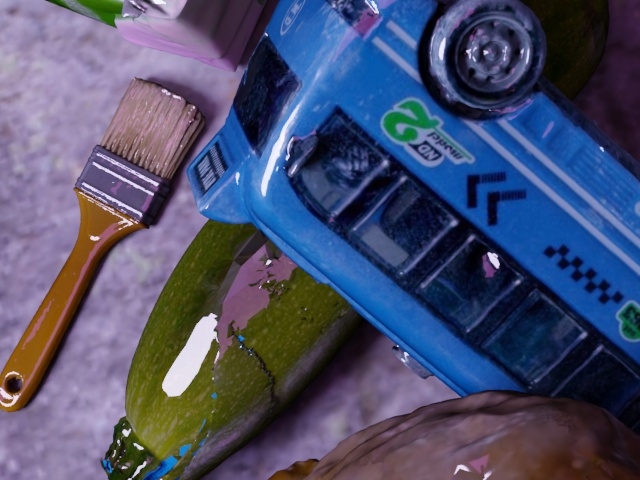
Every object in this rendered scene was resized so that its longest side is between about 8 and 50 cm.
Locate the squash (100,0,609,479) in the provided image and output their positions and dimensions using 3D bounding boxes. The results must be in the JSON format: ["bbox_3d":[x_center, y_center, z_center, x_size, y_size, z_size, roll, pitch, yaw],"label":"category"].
[{"bbox_3d":[0.000,0.000,0.823,0.087,0.087,0.331,41,92,16],"label":"squash"}]

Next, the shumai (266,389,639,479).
[{"bbox_3d":[0.098,0.209,0.730,0.283,0.217,0.346,8,120,-23],"label":"shumai"}]

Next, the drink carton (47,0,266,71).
[{"bbox_3d":[-0.137,-0.200,0.874,0.271,0.108,0.161,23,87,16],"label":"drink carton"}]

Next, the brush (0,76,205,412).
[{"bbox_3d":[-0.109,0.005,0.883,0.043,0.014,0.170,28,89,17],"label":"brush"}]

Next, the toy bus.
[{"bbox_3d":[0.073,-0.005,0.737,0.246,0.113,0.134,39,98,-19],"label":"toy bus"}]
